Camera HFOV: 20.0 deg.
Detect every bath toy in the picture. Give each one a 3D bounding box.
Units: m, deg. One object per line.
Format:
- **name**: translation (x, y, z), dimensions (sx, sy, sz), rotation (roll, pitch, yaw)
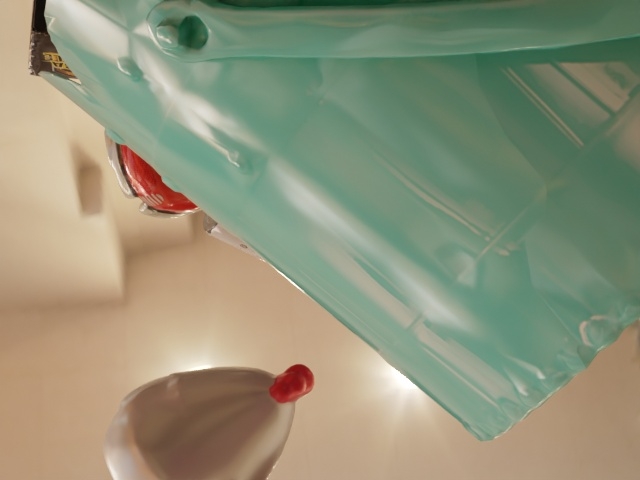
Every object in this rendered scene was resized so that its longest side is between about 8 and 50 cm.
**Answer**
- **bath toy**: translation (0.012, 0.215, 1.072), dimensions (0.129, 0.151, 0.348), rotation (-34, -87, 3)

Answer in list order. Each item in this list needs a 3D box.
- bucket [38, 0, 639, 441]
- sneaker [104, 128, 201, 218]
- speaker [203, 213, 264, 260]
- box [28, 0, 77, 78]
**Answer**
- **bucket**: translation (0.071, -0.084, 0.576), dimensions (0.183, 0.281, 0.281), rotation (44, -115, 4)
- **sneaker**: translation (0.007, -0.114, 0.940), dimensions (0.279, 0.107, 0.118), rotation (-40, -160, -20)
- **speaker**: translation (0.000, 0.000, 1.107), dimensions (0.136, 0.055, 0.055), rotation (26, -128, -16)
- **box**: translation (-0.084, -0.259, 1.493), dimensions (0.293, 0.073, 0.295), rotation (3, -119, -8)
